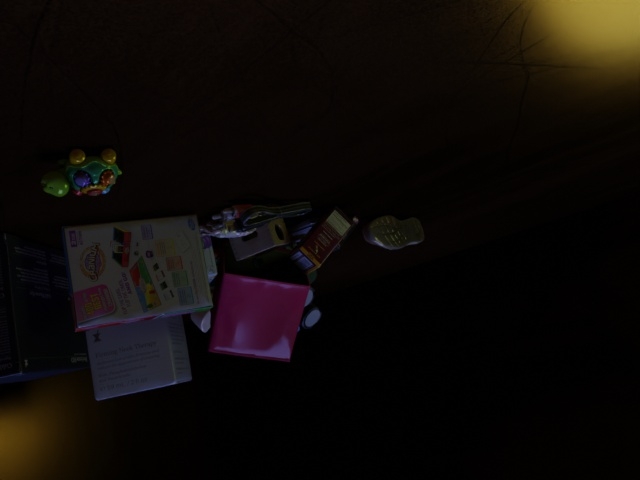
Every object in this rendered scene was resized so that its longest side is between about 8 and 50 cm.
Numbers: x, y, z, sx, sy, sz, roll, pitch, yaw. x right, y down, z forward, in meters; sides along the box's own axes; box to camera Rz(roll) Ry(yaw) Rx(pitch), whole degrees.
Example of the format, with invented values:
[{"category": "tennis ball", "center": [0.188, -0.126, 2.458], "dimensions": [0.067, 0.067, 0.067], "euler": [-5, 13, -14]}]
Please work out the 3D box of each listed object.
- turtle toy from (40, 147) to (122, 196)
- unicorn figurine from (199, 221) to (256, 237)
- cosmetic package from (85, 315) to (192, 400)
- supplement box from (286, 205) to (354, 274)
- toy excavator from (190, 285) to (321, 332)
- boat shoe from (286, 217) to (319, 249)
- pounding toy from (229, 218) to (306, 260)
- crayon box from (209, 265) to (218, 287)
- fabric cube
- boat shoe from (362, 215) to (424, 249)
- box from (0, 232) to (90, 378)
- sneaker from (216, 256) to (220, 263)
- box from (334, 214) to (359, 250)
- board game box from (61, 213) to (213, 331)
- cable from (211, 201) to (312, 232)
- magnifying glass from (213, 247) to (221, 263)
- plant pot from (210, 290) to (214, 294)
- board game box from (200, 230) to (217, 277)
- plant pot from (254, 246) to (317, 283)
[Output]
[{"category": "turtle toy", "center": [-0.400, -0.108, 1.013], "dimensions": [0.130, 0.066, 0.095], "euler": [-7, 168, -29]}, {"category": "unicorn figurine", "center": [-0.243, -0.030, 1.612], "dimensions": [0.111, 0.060, 0.162], "euler": [3, -162, 34]}, {"category": "cosmetic package", "center": [-0.752, 0.425, 2.503], "dimensions": [0.329, 0.394, 0.327], "euler": [-12, 170, -2]}, {"category": "supplement box", "center": [0.000, 0.000, 1.762], "dimensions": [0.188, 0.081, 0.104], "euler": [-50, -171, -29]}, {"category": "toy excavator", "center": [-0.253, 0.281, 2.381], "dimensions": [0.445, 0.222, 0.433], "euler": [-40, 141, -20]}, {"category": "boat shoe", "center": [-0.078, -0.005, 1.912], "dimensions": [0.083, 0.076, 0.226], "euler": [-4, 167, -37]}, {"category": "pounding toy", "center": [-0.137, -0.022, 1.738], "dimensions": [0.181, 0.094, 0.206], "euler": [-21, 177, 18]}, {"category": "crayon box", "center": [-0.439, 0.143, 2.160], "dimensions": [0.202, 0.081, 0.318], "euler": [-10, 176, 11]}, {"category": "fabric cube", "center": [-0.195, 0.178, 1.835], "dimensions": [0.254, 0.258, 0.259], "euler": [9, -159, -13]}, {"category": "boat shoe", "center": [0.242, -0.016, 2.125], "dimensions": [0.116, 0.123, 0.324], "euler": [-18, 167, 38]}, {"category": "box", "center": [-0.729, 0.177, 1.450], "dimensions": [0.178, 0.313, 0.343], "euler": [-13, 169, 2]}, {"category": "sneaker", "center": [-0.283, 0.054, 2.025], "dimensions": [0.083, 0.071, 0.190], "euler": [-46, 179, 4]}, {"category": "box", "center": [0.046, -0.012, 1.918], "dimensions": [0.116, 0.029, 0.162], "euler": [-22, -160, 42]}, {"category": "board game box", "center": [-0.436, 0.071, 1.443], "dimensions": [0.316, 0.242, 0.064], "euler": [-6, 168, -26]}, {"category": "cable", "center": [-0.136, -0.083, 1.552], "dimensions": [0.287, 0.072, 0.139], "euler": [-20, 171, -33]}, {"category": "magnifying glass", "center": [-0.378, 0.061, 2.049], "dimensions": [0.092, 0.026, 0.231], "euler": [-7, 167, -26]}, {"category": "plant pot", "center": [-0.392, 0.235, 2.501], "dimensions": [0.237, 0.237, 0.254], "euler": [-14, 154, 7]}, {"category": "board game box", "center": [-0.395, 0.067, 1.729], "dimensions": [0.142, 0.145, 0.275], "euler": [-10, 170, -19]}, {"category": "plant pot", "center": [-0.118, 0.107, 2.250], "dimensions": [0.165, 0.166, 0.234], "euler": [-18, 176, 27]}]
